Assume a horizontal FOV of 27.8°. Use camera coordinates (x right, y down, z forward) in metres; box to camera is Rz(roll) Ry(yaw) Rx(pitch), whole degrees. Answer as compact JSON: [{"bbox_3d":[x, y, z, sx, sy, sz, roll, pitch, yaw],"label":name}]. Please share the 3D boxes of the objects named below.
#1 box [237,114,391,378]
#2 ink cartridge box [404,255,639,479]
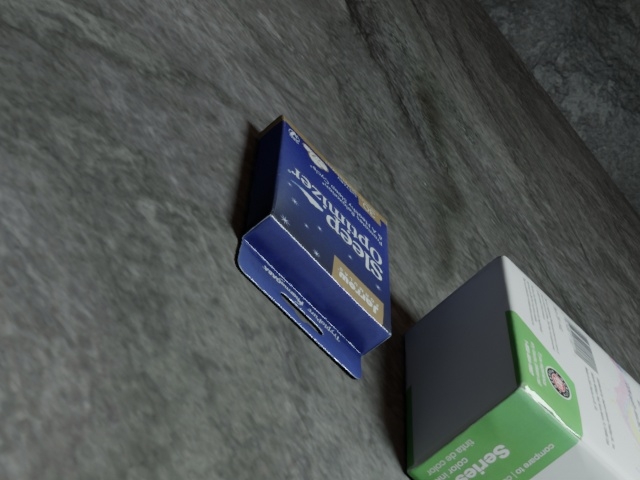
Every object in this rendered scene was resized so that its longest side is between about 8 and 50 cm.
[{"bbox_3d":[0.000,0.000,1.012,0.136,0.036,0.225,45,22,-20],"label":"box"},{"bbox_3d":[0.201,0.175,1.016,0.278,0.117,0.201,42,21,-16],"label":"ink cartridge box"}]
